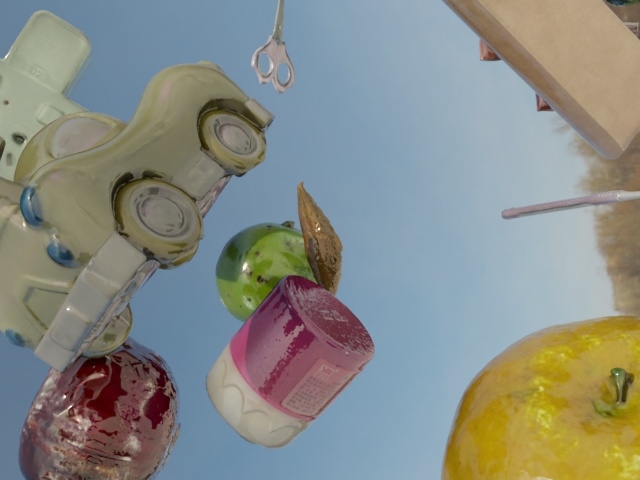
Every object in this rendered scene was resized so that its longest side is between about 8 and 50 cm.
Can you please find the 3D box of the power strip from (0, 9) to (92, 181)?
[{"bbox_3d":[-0.452,-0.204,0.922,0.229,0.141,0.261,31,-103,-19],"label":"power strip"}]

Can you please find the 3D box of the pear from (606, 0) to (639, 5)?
[{"bbox_3d":[0.503,-0.532,0.940,0.292,0.159,0.292,-6,-79,-34],"label":"pear"}]

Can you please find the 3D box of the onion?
[{"bbox_3d":[-0.301,0.251,0.858,0.206,0.216,0.207,-64,11,7],"label":"onion"}]

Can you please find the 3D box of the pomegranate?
[{"bbox_3d":[-0.087,0.112,1.175,0.236,0.236,0.302,-12,-75,-60],"label":"pomegranate"}]

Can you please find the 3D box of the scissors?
[{"bbox_3d":[-0.070,-0.345,1.008,0.100,0.015,0.189,9,-92,-52],"label":"scissors"}]

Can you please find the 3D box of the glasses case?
[{"bbox_3d":[0.188,-0.165,0.485,0.193,0.070,0.102,40,-96,-11],"label":"glasses case"}]

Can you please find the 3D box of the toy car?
[{"bbox_3d":[-0.226,-0.055,0.652,0.226,0.242,0.336,37,-140,-9],"label":"toy car"}]

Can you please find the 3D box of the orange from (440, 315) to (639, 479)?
[{"bbox_3d":[0.234,0.197,0.474,0.279,0.279,0.235,-55,-45,-48],"label":"orange"}]

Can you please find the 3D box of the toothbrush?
[{"bbox_3d":[0.395,-0.064,0.861,0.024,0.354,0.029,-7,-92,-30],"label":"toothbrush"}]

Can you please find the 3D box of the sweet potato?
[{"bbox_3d":[0.000,0.000,1.012,0.060,0.068,0.206,-32,-77,-64],"label":"sweet potato"}]

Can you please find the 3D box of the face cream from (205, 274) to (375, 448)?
[{"bbox_3d":[-0.044,0.175,0.878,0.175,0.195,0.175,36,-166,-10],"label":"face cream"}]
